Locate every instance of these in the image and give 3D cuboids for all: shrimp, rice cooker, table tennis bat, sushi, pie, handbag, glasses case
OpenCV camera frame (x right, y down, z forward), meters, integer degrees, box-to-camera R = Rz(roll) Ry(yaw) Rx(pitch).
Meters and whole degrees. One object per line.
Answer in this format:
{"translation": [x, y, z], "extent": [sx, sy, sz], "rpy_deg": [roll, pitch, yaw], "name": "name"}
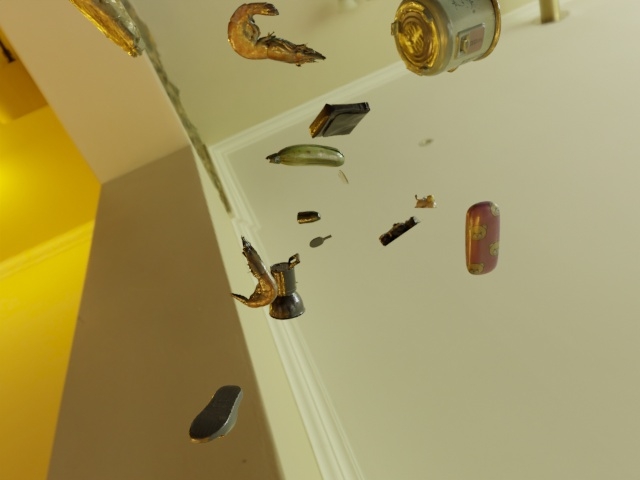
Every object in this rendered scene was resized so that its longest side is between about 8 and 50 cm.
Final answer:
{"translation": [-0.122, -0.600, 1.546], "extent": [0.296, 0.169, 0.058], "rpy_deg": [6, -138, -6], "name": "shrimp"}
{"translation": [0.387, -0.645, 1.594], "extent": [0.317, 0.316, 0.264], "rpy_deg": [-32, -133, -16], "name": "rice cooker"}
{"translation": [0.000, 0.000, 1.814], "extent": [0.083, 0.050, 0.007], "rpy_deg": [-25, -126, -7], "name": "table tennis bat"}
{"translation": [0.280, -0.038, 1.938], "extent": [0.215, 0.050, 0.192], "rpy_deg": [-36, 176, 15], "name": "sushi"}
{"translation": [-0.268, 0.123, 1.878], "extent": [0.198, 0.262, 0.051], "rpy_deg": [-26, -177, 25], "name": "shrimp"}
{"translation": [-0.391, -0.415, 0.870], "extent": [0.068, 0.282, 0.128], "rpy_deg": [-43, -168, -4], "name": "pie"}
{"translation": [0.083, -0.556, 2.420], "extent": [0.223, 0.080, 0.247], "rpy_deg": [-12, 168, -25], "name": "handbag"}
{"translation": [0.611, -0.004, 2.002], "extent": [0.123, 0.316, 0.076], "rpy_deg": [-11, -149, -3], "name": "glasses case"}

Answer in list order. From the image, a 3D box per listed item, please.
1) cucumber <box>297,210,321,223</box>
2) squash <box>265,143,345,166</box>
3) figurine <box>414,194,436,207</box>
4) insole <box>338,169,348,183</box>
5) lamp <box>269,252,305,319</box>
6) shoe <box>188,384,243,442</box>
{"translation": [-0.039, -0.087, 1.933], "extent": [0.105, 0.048, 0.048], "rpy_deg": [-5, -146, 40], "name": "cucumber"}
{"translation": [-0.056, -0.335, 2.077], "extent": [0.341, 0.094, 0.094], "rpy_deg": [-3, -157, -26], "name": "squash"}
{"translation": [0.382, -0.141, 1.924], "extent": [0.083, 0.050, 0.047], "rpy_deg": [2, -167, 28], "name": "figurine"}
{"translation": [0.091, -0.254, 2.146], "extent": [0.006, 0.065, 0.193], "rpy_deg": [-34, -176, -1], "name": "insole"}
{"translation": [-0.151, 0.177, 2.063], "extent": [0.172, 0.227, 0.147], "rpy_deg": [-8, -161, -1], "name": "lamp"}
{"translation": [-0.300, 0.539, 1.592], "extent": [0.108, 0.093, 0.241], "rpy_deg": [1, -158, 15], "name": "shoe"}
